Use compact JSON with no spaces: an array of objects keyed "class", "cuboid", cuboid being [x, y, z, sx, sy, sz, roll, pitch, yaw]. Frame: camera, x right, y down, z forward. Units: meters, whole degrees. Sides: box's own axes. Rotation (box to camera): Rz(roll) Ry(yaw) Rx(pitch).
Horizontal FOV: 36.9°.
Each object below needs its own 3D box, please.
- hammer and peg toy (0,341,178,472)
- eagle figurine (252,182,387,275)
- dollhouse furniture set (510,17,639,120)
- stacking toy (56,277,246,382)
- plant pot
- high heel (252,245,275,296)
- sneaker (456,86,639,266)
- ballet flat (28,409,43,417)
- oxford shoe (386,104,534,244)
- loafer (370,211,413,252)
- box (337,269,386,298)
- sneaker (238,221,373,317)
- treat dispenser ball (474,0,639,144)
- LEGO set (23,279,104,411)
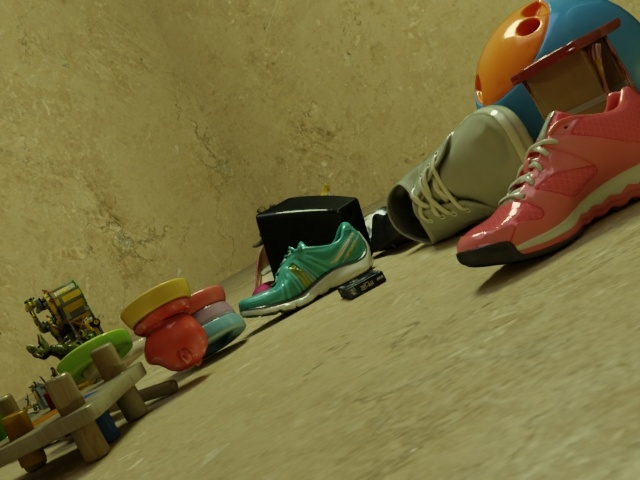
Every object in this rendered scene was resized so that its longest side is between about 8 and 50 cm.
[{"class":"hammer and peg toy","cuboid":[-0.381,0.252,1.423,0.266,0.127,0.361,-27,3,9]},{"class":"eagle figurine","cuboid":[0.010,-0.018,2.194,0.226,0.298,0.225,-89,21,-52]},{"class":"dollhouse furniture set","cuboid":[0.453,-0.210,1.197,0.374,0.201,0.152,-26,4,44]},{"class":"stacking toy","cuboid":[-0.272,0.196,1.636,0.279,0.130,0.309,-36,-13,11]},{"class":"plant pot","cuboid":[0.000,0.000,1.971,0.167,0.187,0.188,-13,9,25]},{"class":"high heel","cuboid":[-0.130,0.079,2.220,0.082,0.117,0.244,-27,3,16]},{"class":"sneaker","cuboid":[0.272,-0.074,1.117,0.314,0.136,0.116,-29,2,-16]},{"class":"ballet flat","cuboid":[-0.470,0.328,1.695,0.206,0.073,0.067,-22,-22,35]},{"class":"oxford shoe","cuboid":[0.221,-0.088,1.566,0.130,0.169,0.449,-26,-5,-18]},{"class":"loafer","cuboid":[0.152,-0.015,1.905,0.078,0.080,0.220,5,-5,-11]},{"class":"box","cuboid":[0.066,0.072,1.564,0.067,0.018,0.083,-28,3,-8]},{"class":"sneaker","cuboid":[-0.037,0.061,1.793,0.275,0.110,0.107,-29,3,-13]},{"class":"treat dispenser ball","cuboid":[0.390,-0.246,1.527,0.288,0.288,0.288,-28,3,2]},{"class":"LEGO set","cuboid":[-0.522,0.235,1.885,0.192,0.255,0.331,-29,0,-20]}]
